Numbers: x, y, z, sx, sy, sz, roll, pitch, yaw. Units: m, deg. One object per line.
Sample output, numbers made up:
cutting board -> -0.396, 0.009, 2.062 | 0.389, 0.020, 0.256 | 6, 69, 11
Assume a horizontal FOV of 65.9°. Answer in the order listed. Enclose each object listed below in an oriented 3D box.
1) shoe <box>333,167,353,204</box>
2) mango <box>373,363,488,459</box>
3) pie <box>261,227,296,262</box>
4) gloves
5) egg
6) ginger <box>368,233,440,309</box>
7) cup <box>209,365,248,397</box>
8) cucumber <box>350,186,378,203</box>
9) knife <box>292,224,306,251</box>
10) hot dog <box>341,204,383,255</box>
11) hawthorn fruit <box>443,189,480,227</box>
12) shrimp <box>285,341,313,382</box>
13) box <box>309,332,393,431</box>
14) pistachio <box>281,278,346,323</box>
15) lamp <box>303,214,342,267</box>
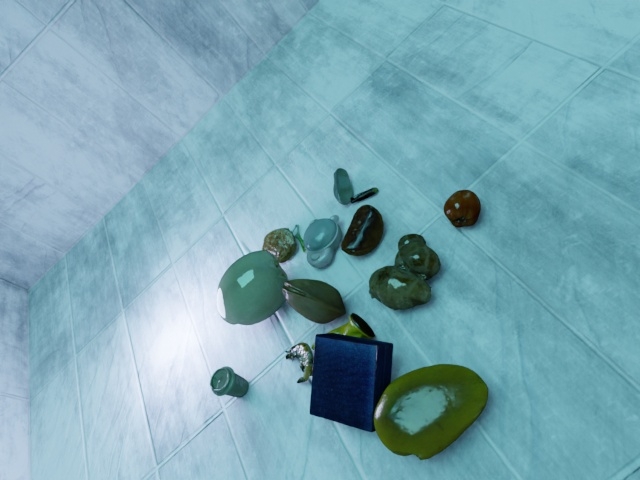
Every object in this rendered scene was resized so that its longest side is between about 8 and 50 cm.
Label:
shoe -> 0.096, -0.237, 2.261 | 0.078, 0.079, 0.195 | 126, 142, -57
mango -> 0.331, 0.506, 1.493 | 0.365, 0.182, 0.253 | -33, 46, 16
pie -> -0.190, 0.029, 2.287 | 0.194, 0.079, 0.163 | -16, 67, 31
gloves -> 0.060, 0.413, 1.831 | 0.294, 0.116, 0.133 | -47, 36, 12
egg -> -0.295, 0.211, 2.101 | 0.336, 0.278, 0.278 | -39, 45, 5
ginger -> 0.323, 0.110, 1.802 | 0.245, 0.155, 0.304 | 16, 64, 50
cup -> -0.365, 0.585, 2.003 | 0.120, 0.141, 0.120 | -20, 49, 24
cucumber -> 0.192, -0.199, 2.176 | 0.135, 0.034, 0.033 | -24, 66, 28
knife -> -0.094, -0.004, 2.269 | 0.078, 0.023, 0.166 | -59, 41, 22
hot dog -> 0.172, -0.035, 2.034 | 0.161, 0.099, 0.226 | 23, 79, 44
hawthorn fruit -> 0.522, -0.123, 1.807 | 0.133, 0.133, 0.137 | -8, 47, 34
shrimp -> -0.083, 0.470, 1.894 | 0.217, 0.051, 0.150 | -31, 63, 58
box -> 0.103, 0.471, 1.680 | 0.262, 0.116, 0.278 | 2, 87, 39
pistachio -> -0.025, 0.229, 1.902 | 0.213, 0.261, 0.162 | 5, 75, 49
lamp -> -0.002, 0.000, 2.140 | 0.180, 0.108, 0.246 | -13, 55, 36
